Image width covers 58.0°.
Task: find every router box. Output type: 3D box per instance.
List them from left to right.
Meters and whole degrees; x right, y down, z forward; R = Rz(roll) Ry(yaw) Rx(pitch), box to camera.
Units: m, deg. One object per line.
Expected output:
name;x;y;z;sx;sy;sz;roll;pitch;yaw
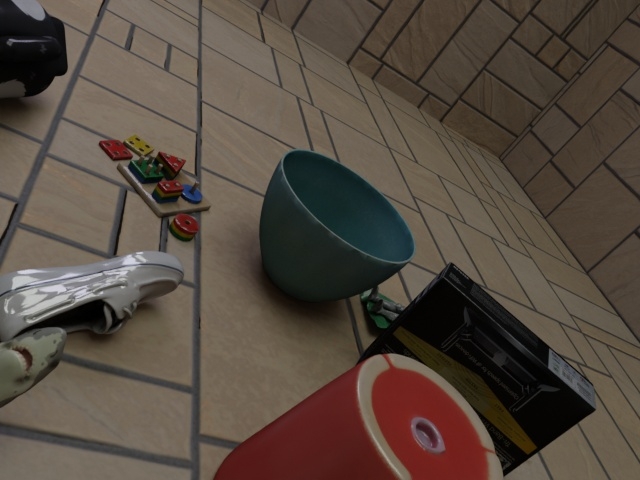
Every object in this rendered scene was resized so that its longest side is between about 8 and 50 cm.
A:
router box;0.251;0.228;0.970;0.309;0.243;0.081;42;27;6

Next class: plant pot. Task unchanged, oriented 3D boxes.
plant pot;0.000;0.000;1.062;0.290;0.195;0.290;30;28;-18
plant pot;0.049;0.276;0.648;0.275;0.243;0.275;29;29;-18

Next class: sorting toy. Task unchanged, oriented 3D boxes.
sorting toy;-0.282;-0.117;1.060;0.274;0.046;0.132;47;28;16

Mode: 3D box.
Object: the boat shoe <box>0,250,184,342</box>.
boat shoe;-0.279;0.079;0.730;0.258;0.095;0.084;-12;59;-44

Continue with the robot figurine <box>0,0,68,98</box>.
robot figurine;-0.534;-0.306;0.909;0.174;0.209;0.278;57;27;-1

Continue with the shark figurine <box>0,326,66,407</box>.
shark figurine;-0.388;0.113;0.558;0.278;0.166;0.116;20;2;1

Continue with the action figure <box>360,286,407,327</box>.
action figure;0.196;0.171;1.196;0.232;0.063;0.137;30;25;-25
